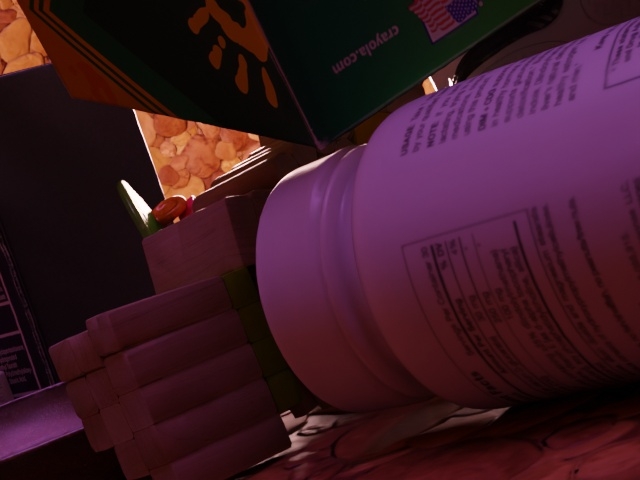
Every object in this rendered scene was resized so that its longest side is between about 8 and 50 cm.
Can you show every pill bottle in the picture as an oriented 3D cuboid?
[{"bbox_3d":[0.117,-0.009,0.715,0.283,0.160,0.160,-17,5,37],"label":"pill bottle"}]

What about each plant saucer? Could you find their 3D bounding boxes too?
[{"bbox_3d":[-0.186,0.138,1.018,0.310,0.050,0.310,-20,5,2],"label":"plant saucer"}]

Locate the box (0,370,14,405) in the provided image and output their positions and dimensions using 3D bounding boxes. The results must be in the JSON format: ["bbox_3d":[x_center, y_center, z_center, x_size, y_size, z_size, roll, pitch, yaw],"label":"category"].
[{"bbox_3d":[-0.339,0.176,1.124,0.063,0.067,0.324,-19,5,27],"label":"box"}]

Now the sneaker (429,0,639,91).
[{"bbox_3d":[0.206,-0.215,1.086,0.366,0.137,0.210,-43,37,2],"label":"sneaker"}]

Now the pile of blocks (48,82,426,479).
[{"bbox_3d":[-0.037,0.021,0.928,0.112,0.149,0.362,-24,22,45],"label":"pile of blocks"}]

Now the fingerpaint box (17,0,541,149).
[{"bbox_3d":[0.050,-0.248,0.965,0.445,0.163,0.371,-35,24,-20],"label":"fingerpaint box"}]

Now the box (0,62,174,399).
[{"bbox_3d":[-0.275,0.014,1.372,0.182,0.294,0.296,-23,6,-39],"label":"box"}]

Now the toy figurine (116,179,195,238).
[{"bbox_3d":[-0.038,-0.019,1.060,0.159,0.130,0.173,-32,26,-1],"label":"toy figurine"}]
